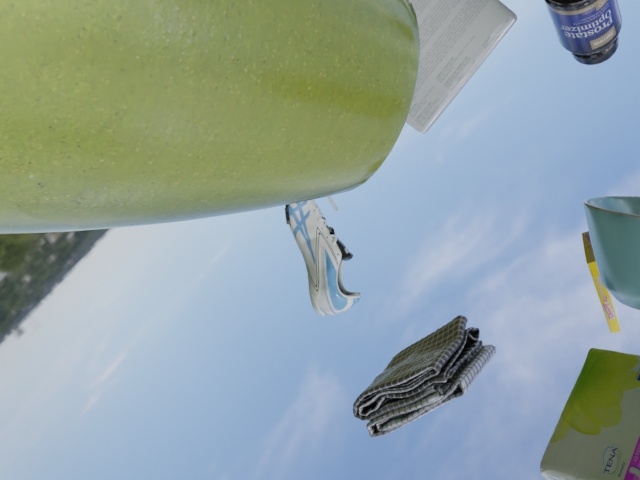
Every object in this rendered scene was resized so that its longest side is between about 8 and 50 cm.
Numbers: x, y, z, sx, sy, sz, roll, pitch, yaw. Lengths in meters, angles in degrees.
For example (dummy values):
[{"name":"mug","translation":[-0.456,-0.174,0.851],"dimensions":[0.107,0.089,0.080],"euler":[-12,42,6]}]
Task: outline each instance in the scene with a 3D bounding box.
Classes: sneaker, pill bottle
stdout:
[{"name":"sneaker","translation":[0.000,0.000,1.291],"dimensions":[0.086,0.237,0.085],"euler":[-18,-179,5]},{"name":"pill bottle","translation":[0.498,-0.429,1.539],"dimensions":[0.122,0.219,0.123],"euler":[-12,-117,25]}]

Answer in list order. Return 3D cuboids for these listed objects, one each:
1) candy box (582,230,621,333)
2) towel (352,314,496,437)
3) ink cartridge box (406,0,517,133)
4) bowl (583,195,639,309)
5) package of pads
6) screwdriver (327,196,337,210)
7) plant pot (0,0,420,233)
[{"name":"candy box","translation":[0.594,0.089,1.725],"dimensions":[0.027,0.206,0.105],"euler":[-17,-147,20]},{"name":"towel","translation":[0.227,0.301,1.828],"dimensions":[0.283,0.121,0.235],"euler":[-37,178,36]},{"name":"ink cartridge box","translation":[0.165,-0.460,1.709],"dimensions":[0.308,0.385,0.091],"euler":[-51,-177,15]},{"name":"bowl","translation":[0.582,0.027,1.331],"dimensions":[0.311,0.163,0.311],"euler":[2,-170,0]},{"name":"package of pads","translation":[0.567,0.353,1.537],"dimensions":[0.229,0.101,0.297],"euler":[4,-127,46]},{"name":"screwdriver","translation":[-0.010,-0.096,1.099],"dimensions":[0.024,0.170,0.025],"euler":[-37,-145,-6]},{"name":"plant pot","translation":[-0.102,-0.120,0.452],"dimensions":[0.274,0.293,0.275],"euler":[-25,-119,57]}]
